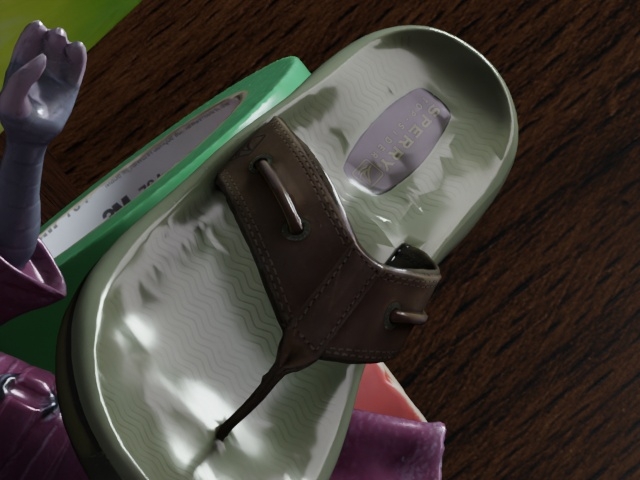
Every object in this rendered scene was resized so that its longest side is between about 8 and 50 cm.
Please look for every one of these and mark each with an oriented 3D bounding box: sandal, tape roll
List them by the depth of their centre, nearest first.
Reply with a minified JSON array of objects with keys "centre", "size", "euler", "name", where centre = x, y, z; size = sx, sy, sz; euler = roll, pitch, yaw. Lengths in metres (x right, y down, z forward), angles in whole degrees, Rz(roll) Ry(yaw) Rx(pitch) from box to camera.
[{"centre":[-0.001,-0.002,0.764],"size":[0.120,0.303,0.086],"euler":[40,-41,-7],"name":"sandal"},{"centre":[-0.122,-0.001,1.345],"size":[0.077,0.321,0.321],"euler":[52,0,-10],"name":"tape roll"}]

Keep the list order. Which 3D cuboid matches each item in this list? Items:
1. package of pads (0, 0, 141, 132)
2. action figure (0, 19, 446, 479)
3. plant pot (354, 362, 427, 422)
[{"centre":[-0.249,-0.151,1.172],"size":[0.101,0.296,0.229],"euler":[42,-6,31],"name":"package of pads"},{"centre":[-0.128,0.097,0.842],"size":[0.370,0.248,0.276],"euler":[29,-36,1],"name":"action figure"},{"centre":[-0.059,0.152,1.521],"size":[0.275,0.243,0.275],"euler":[53,-1,1],"name":"plant pot"}]
